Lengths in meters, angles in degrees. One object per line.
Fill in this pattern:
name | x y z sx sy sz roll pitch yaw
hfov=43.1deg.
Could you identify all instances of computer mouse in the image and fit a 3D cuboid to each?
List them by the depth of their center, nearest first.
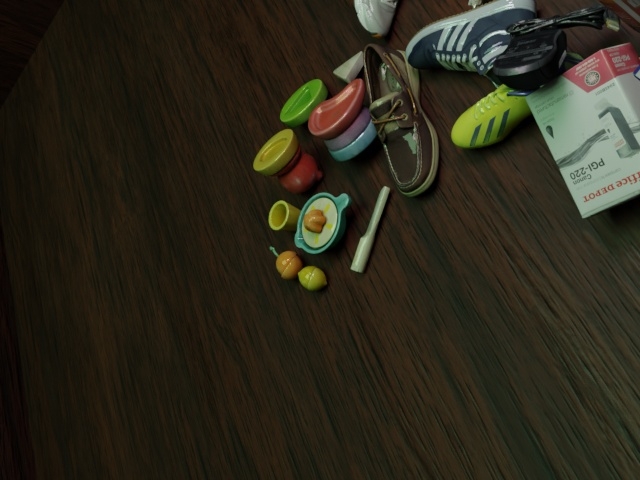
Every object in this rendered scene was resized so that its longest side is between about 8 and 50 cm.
computer mouse | 0.374 -0.296 1.265 0.184 0.060 0.262 -7 28 24

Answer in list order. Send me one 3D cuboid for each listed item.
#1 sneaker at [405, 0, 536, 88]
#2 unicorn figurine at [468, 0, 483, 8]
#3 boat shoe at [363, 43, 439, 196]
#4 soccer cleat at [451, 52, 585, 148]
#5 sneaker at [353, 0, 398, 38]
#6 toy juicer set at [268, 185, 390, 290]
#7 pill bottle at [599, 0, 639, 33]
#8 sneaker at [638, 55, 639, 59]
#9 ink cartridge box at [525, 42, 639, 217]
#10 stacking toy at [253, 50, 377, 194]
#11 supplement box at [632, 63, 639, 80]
sneaker | 0.278 -0.344 1.531 0.282 0.099 0.153 -15 65 41
unicorn figurine | 0.303 -0.523 1.588 0.111 0.060 0.162 43 110 46
boat shoe | 0.145 -0.250 1.627 0.123 0.123 0.342 -26 60 40
soccer cleat | 0.335 -0.250 1.421 0.289 0.121 0.093 -24 60 41
sneaker | 0.152 -0.567 1.745 0.121 0.099 0.262 -2 78 43
toy juicer set | 0.000 0.000 1.734 0.329 0.089 0.209 -9 71 45
pill bottle | 0.495 -0.381 1.216 0.121 0.216 0.121 -17 66 43
sneaker | 0.542 -0.266 1.230 0.215 0.083 0.084 -28 58 38
ink cartridge box | 0.436 -0.164 1.234 0.158 0.092 0.218 -31 82 50
stacking toy | 0.020 -0.252 1.818 0.309 0.130 0.279 -23 35 38
supplement box | 0.547 -0.207 1.102 0.111 0.220 0.114 -53 46 23
